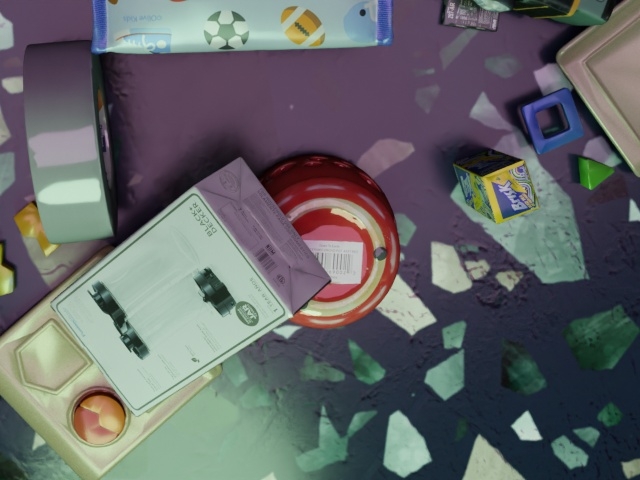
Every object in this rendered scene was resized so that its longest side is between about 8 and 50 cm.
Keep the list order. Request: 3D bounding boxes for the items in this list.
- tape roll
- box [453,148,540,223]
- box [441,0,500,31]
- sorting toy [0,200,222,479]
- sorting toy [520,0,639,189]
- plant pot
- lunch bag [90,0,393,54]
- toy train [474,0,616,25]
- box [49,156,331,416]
[{"bbox_3d":[-0.270,-0.107,1.299,0.072,0.219,0.219,-5,100,-5],"label":"tape roll"},{"bbox_3d":[0.200,-0.065,1.371,0.054,0.169,0.059,-20,100,0],"label":"box"},{"bbox_3d":[0.182,-0.293,1.407,0.067,0.018,0.083,6,99,-6],"label":"box"},{"bbox_3d":[-0.297,0.118,1.423,0.229,0.041,0.307,-40,101,2],"label":"sorting toy"},{"bbox_3d":[0.400,-0.204,1.430,0.347,0.047,0.196,-38,105,2],"label":"sorting toy"},{"bbox_3d":[0.000,0.000,1.365,0.191,0.174,0.191,-1,97,-5],"label":"plant pot"},{"bbox_3d":[-0.088,-0.406,1.257,0.327,0.239,0.386,-4,109,-6],"label":"lunch bag"},{"bbox_3d":[0.280,-0.402,1.340,0.190,0.142,0.334,19,90,-21],"label":"toy train"},{"bbox_3d":[-0.147,0.056,1.286,0.290,0.087,0.169,-36,93,38],"label":"box"}]
